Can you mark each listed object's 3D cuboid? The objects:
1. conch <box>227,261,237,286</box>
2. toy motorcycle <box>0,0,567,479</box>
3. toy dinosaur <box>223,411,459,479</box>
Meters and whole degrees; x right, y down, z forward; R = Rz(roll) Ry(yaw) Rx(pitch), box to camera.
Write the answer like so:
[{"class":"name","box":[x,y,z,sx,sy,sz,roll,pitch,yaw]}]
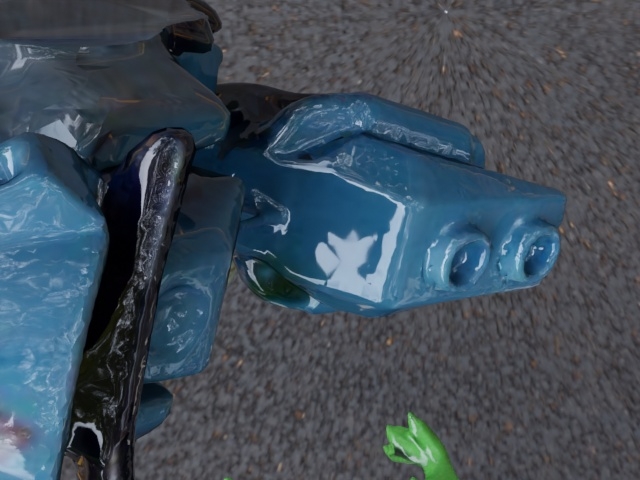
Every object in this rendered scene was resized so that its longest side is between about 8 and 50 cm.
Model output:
[{"class":"conch","box":[-0.204,-0.018,1.654,0.197,0.368,0.249,34,84,-25]},{"class":"toy motorcycle","box":[-0.059,0.003,0.449,0.232,0.416,0.172,34,116,42]},{"class":"toy dinosaur","box":[0.104,0.350,0.978,0.500,0.374,0.144,29,132,14]}]
